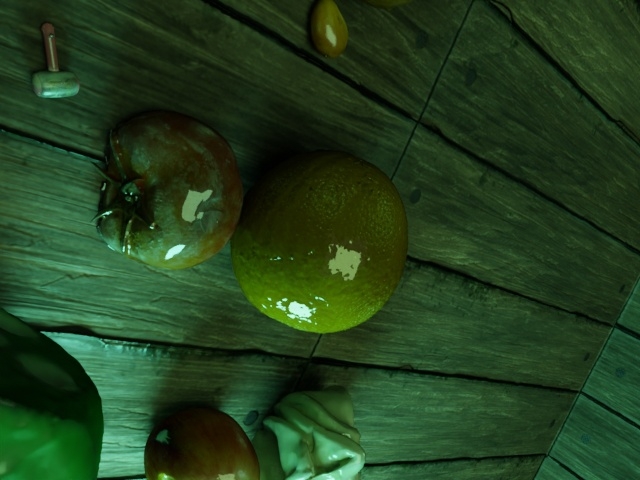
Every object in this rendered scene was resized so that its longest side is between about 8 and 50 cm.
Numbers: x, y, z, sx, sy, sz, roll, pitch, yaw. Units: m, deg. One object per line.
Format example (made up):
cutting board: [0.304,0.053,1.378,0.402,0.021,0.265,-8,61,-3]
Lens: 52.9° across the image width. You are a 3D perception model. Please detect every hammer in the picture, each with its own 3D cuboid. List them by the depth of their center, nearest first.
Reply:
hammer: [-0.310,-0.208,0.745,0.052,0.031,0.083,-15,111,-39]

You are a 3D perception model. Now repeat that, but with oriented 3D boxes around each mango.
mango: [0.012,-0.317,0.957,0.060,0.046,0.089,-22,112,-34]

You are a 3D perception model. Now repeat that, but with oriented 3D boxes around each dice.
dice: [-0.435,0.216,0.673,0.300,0.287,0.297,35,87,-45]

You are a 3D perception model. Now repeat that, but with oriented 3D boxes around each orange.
orange: [0.000,0.000,0.960,0.274,0.274,0.274,-20,124,-33]

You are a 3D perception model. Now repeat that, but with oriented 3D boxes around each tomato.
tomato: [-0.186,-0.054,0.850,0.180,0.155,0.214,-10,117,-42]

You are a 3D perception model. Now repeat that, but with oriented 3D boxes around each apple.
apple: [-0.190,0.374,1.047,0.199,0.199,0.199,-20,124,-33]

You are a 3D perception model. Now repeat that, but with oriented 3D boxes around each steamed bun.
steamed bun: [-0.045,0.402,1.169,0.207,0.268,0.280,4,105,-11]

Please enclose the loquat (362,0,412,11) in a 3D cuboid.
loquat: [0.099,-0.402,0.925,0.141,0.141,0.141,-20,124,-33]
